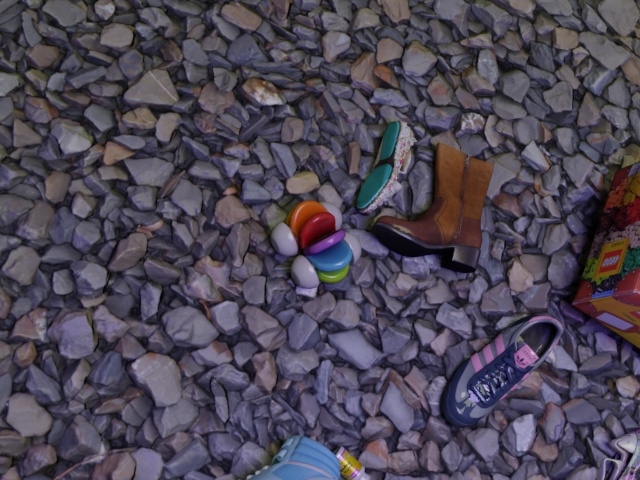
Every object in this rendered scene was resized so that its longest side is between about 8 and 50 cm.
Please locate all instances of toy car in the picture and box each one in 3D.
[{"bbox_3d":[0.000,0.000,1.569,0.159,0.136,0.182,-29,84,-22],"label":"toy car"}]

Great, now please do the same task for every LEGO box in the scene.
[{"bbox_3d":[0.858,0.092,1.719,0.500,0.193,0.372,31,68,-15],"label":"LEGO box"}]

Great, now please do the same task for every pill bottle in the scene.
[{"bbox_3d":[0.057,0.447,1.504,0.083,0.043,0.043,42,68,-1],"label":"pill bottle"}]

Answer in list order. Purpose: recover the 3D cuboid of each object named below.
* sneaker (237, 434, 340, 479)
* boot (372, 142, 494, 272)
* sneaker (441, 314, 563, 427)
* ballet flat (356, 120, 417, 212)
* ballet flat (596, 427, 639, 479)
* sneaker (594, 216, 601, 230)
[{"bbox_3d":[-0.106,0.461,1.424,0.319,0.127,0.208,-4,31,11],"label":"sneaker"},{"bbox_3d":[0.256,-0.096,1.694,0.264,0.096,0.280,16,70,-11],"label":"boot"},{"bbox_3d":[0.382,0.263,1.604,0.319,0.131,0.112,-43,89,-22],"label":"sneaker"},{"bbox_3d":[0.156,-0.154,1.693,0.077,0.091,0.240,34,70,-31],"label":"ballet flat"},{"bbox_3d":[0.648,0.481,1.650,0.079,0.077,0.221,34,72,-1],"label":"ballet flat"},{"bbox_3d":[0.715,0.010,1.813,0.075,0.057,0.161,-17,77,-14],"label":"sneaker"}]
